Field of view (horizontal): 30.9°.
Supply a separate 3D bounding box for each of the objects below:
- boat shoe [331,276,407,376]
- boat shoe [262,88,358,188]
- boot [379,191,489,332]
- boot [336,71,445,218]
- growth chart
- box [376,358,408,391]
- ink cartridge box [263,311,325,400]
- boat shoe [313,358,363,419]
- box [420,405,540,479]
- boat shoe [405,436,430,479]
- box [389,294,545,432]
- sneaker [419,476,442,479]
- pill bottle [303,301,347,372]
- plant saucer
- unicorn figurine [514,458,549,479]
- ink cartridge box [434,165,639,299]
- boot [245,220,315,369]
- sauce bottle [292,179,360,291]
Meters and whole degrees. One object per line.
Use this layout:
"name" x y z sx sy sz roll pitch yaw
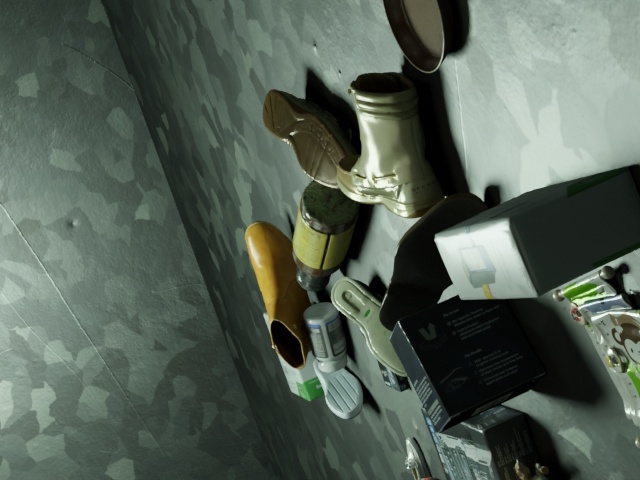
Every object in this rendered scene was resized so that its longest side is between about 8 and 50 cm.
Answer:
"boat shoe" 0.115 0.157 2.113 0.233 0.084 0.079 49 -165 33
"boat shoe" -0.001 -0.185 2.019 0.285 0.089 0.105 50 130 43
"boot" 0.165 0.011 1.677 0.305 0.112 0.115 116 176 -50
"boot" 0.084 -0.154 1.726 0.262 0.095 0.204 31 141 62
"growth chart" 0.360 0.139 1.340 0.237 0.021 0.172 64 163 13
"box" 0.137 0.252 2.226 0.083 0.018 0.067 13 123 71
"ink cartridge box" -0.047 0.256 2.714 0.209 0.086 0.153 70 165 -9
"boat shoe" 0.050 0.331 2.541 0.076 0.083 0.226 64 180 -31
"box" 0.285 0.407 1.838 0.308 0.076 0.242 71 164 -7
"boat shoe" 0.185 0.439 2.284 0.100 0.035 0.035 69 164 -3
"box" 0.205 0.163 1.636 0.158 0.156 0.093 63 165 18
"sneaker" 0.249 0.598 2.150 0.148 0.131 0.350 -149 45 -76
"pill bottle" 0.014 0.208 2.468 0.078 0.078 0.137 41 149 58
"plant saucer" 0.129 -0.303 1.506 0.168 0.029 0.168 58 162 31
"unicorn figurine" 0.341 0.386 1.667 0.162 0.060 0.111 61 171 26
"ink cartridge box" 0.243 -0.004 1.290 0.093 0.154 0.212 68 163 -4
"boot" -0.087 0.116 2.496 0.295 0.104 0.211 62 -163 -17
"sauce bottle" 0.000 0.000 2.178 0.111 0.111 0.344 62 162 20
